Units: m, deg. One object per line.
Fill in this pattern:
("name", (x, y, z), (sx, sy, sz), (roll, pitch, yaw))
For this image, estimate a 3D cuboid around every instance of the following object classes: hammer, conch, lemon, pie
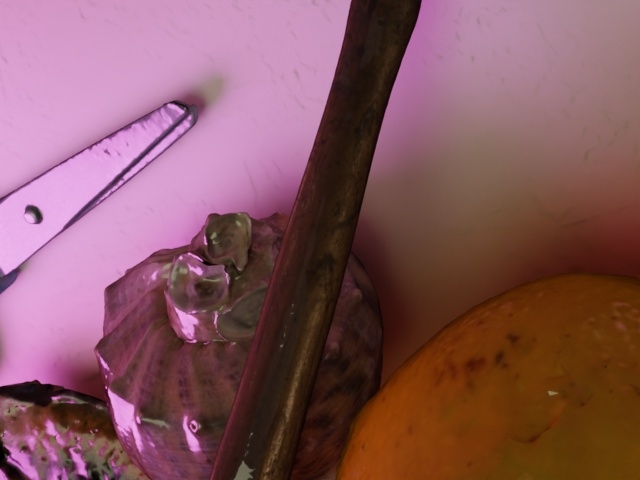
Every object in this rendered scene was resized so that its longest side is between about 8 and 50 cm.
("hammer", (0.000, 0.000, 0.883), (0.168, 0.044, 0.440), (17, 96, 20))
("conch", (-0.059, 0.105, 1.019), (0.210, 0.159, 0.291), (2, 121, 15))
("lemon", (0.144, 0.150, 0.863), (0.258, 0.258, 0.310), (48, 125, 0))
("pie", (-0.174, 0.290, 1.212), (0.296, 0.078, 0.371), (1, 104, 16))

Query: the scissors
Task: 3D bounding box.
("scissors", (-0.236, -0.006, 1.155), (0.447, 0.029, 0.192), (-29, 99, 39))
